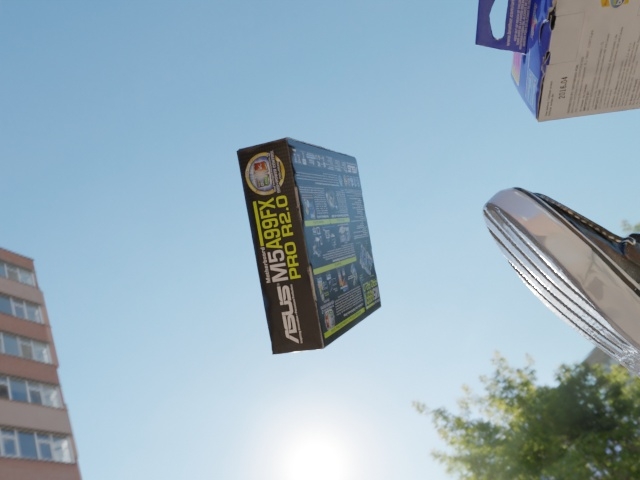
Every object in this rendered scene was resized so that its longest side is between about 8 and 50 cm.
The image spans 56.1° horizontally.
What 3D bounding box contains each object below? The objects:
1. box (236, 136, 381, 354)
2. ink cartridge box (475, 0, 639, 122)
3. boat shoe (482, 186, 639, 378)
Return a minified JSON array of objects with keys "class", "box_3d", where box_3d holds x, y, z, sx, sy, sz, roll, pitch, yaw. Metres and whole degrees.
[{"class":"box","box_3d":[0.000,0.000,0.722,0.060,0.216,0.270,-9,1,19]},{"class":"ink cartridge box","box_3d":[0.427,-0.330,0.841,0.395,0.151,0.270,-8,-46,1]},{"class":"boat shoe","box_3d":[0.311,0.050,0.579,0.119,0.335,0.121,-45,-15,-7]}]
